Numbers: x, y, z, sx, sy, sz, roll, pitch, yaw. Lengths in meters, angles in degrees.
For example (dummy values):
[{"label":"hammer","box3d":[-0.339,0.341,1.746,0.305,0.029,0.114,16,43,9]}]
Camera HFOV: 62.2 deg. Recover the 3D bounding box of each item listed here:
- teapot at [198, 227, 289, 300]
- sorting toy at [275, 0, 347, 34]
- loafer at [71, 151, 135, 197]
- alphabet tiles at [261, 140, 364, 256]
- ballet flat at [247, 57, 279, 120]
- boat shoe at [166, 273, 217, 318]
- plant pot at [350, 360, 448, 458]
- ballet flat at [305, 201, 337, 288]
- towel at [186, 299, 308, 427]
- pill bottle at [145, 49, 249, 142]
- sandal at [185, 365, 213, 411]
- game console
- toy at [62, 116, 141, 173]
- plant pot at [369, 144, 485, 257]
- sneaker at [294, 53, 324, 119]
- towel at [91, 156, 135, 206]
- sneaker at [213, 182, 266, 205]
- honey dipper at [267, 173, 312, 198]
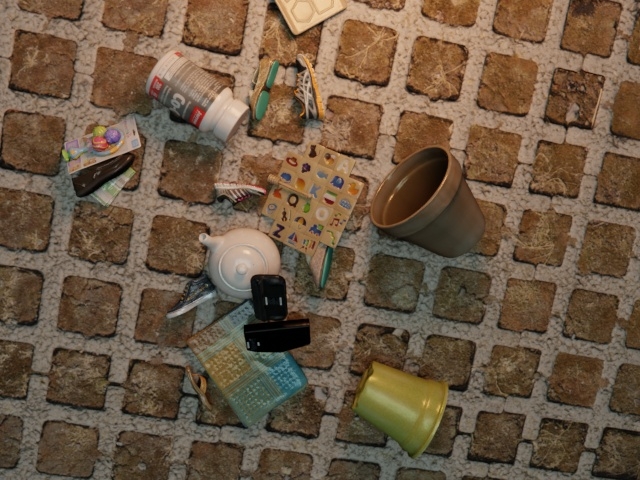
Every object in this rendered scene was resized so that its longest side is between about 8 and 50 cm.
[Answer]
[{"label":"teapot","box3d":[-0.240,0.083,1.699,0.256,0.187,0.252,-6,97,-6]},{"label":"sorting toy","box3d":[-0.045,-0.787,1.699,0.208,0.038,0.192,-30,98,-6]},{"label":"loafer","box3d":[-0.684,-0.220,1.655,0.220,0.080,0.078,-34,97,-3]},{"label":"alphabet tiles","box3d":[-0.029,-0.136,1.727,0.285,0.011,0.342,25,94,17]},{"label":"ballet flat","box3d":[-0.194,-0.489,1.709,0.067,0.073,0.206,20,92,20]},{"label":"boat shoe","box3d":[-0.439,0.183,1.756,0.184,0.065,0.083,-29,97,-9]},{"label":"plant pot","box3d":[0.249,0.539,1.778,0.254,0.276,0.275,27,93,4]},{"label":"ballet flat","box3d":[0.000,0.000,1.768,0.106,0.107,0.315,15,90,13]},{"label":"towel","box3d":[-0.246,0.417,1.812,0.272,0.040,0.370,-34,96,-2]},{"label":"pill bottle","box3d":[-0.376,-0.438,1.639,0.283,0.161,0.161,35,92,-8]},{"label":"sandal","box3d":[-0.403,0.494,1.791,0.049,0.072,0.180,-31,100,-17]},{"label":"game console","box3d":[-0.139,0.234,1.666,0.214,0.043,0.361,-5,133,-5]},{"label":"toy","box3d":[-0.688,-0.308,1.644,0.238,0.056,0.136,-23,60,1]},{"label":"plant pot","box3d":[0.367,-0.093,1.702,0.280,0.323,0.323,39,92,-25]},{"label":"sneaker","box3d":[-0.049,-0.490,1.707,0.083,0.084,0.214,-15,99,1]},{"label":"towel","box3d":[-0.686,-0.198,1.706,0.113,0.023,0.152,39,91,-9]},{"label":"sneaker","box3d":[-0.264,-0.148,1.734,0.171,0.063,0.074,4,96,-1]},{"label":"honey dipper","box3d":[-0.098,-0.172,1.730,0.161,0.030,0.030,26,93,12]}]
